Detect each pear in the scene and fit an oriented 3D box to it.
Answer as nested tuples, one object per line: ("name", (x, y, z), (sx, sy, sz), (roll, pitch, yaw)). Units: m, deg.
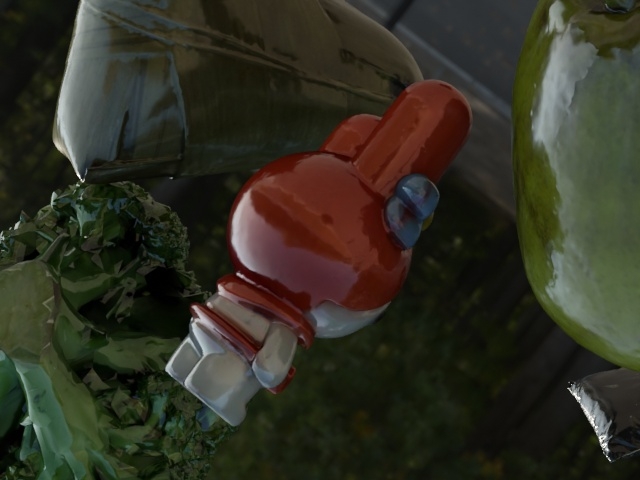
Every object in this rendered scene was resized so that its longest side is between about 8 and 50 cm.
("pear", (0.254, -0.070, 1.025), (0.375, 0.287, 0.287), (53, 173, -38))

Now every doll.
("doll", (0.000, 0.000, 1.103), (0.130, 0.290, 0.161), (42, 173, -26))

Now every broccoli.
("broccoli", (-0.248, 0.128, 1.451), (0.310, 0.321, 0.413), (29, -128, -38))

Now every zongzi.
("zongzi", (-0.022, -0.238, 1.408), (0.447, 0.418, 0.181), (-5, -158, -29))

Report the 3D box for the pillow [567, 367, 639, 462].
("pillow", (0.357, 0.147, 1.457), (0.141, 0.208, 0.055), (-109, 3, -65))
